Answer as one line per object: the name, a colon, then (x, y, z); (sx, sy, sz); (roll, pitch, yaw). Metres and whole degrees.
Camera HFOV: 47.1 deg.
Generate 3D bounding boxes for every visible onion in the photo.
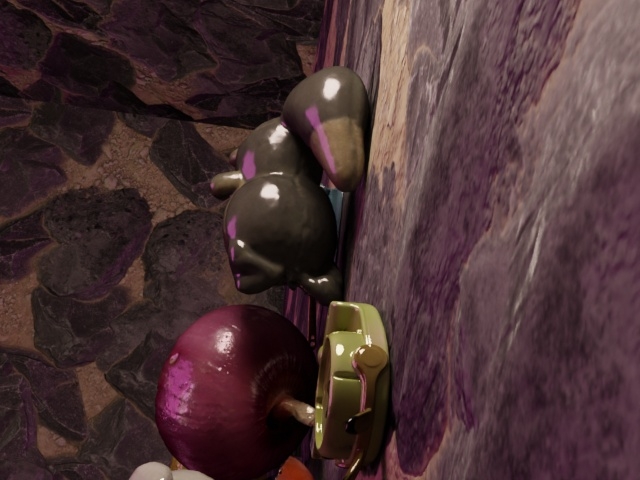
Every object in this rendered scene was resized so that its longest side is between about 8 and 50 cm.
onion: (-0.142, 0.322, 1.458); (0.345, 0.358, 0.358); (42, 141, 29)

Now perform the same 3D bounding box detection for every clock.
clock: (0.035, 0.185, 0.859); (0.232, 0.069, 0.170); (-97, 15, -70)

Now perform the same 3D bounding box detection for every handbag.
handbag: (0.000, 0.000, 1.573); (0.179, 0.062, 0.229); (117, 159, -77)

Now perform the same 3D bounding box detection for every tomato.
tomato: (-0.057, 0.496, 1.284); (0.225, 0.085, 0.225); (14, -90, -79)

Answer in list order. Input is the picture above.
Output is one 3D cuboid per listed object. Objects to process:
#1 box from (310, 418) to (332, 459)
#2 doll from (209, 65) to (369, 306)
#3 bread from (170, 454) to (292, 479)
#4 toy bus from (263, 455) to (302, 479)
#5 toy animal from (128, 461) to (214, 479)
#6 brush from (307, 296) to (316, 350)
box: (0.023, 0.223, 1.059); (0.041, 0.050, 0.207); (-105, 22, -69)
doll: (-0.057, -0.088, 1.302); (0.378, 0.252, 0.382); (116, 149, -55)
bread: (-0.223, 0.602, 1.835); (0.348, 0.308, 0.348); (-171, 90, -86)
toy bus: (-0.082, 0.591, 1.547); (0.106, 0.092, 0.268); (90, -178, -46)
toy animal: (-0.125, 0.425, 1.021); (0.196, 0.367, 0.241); (-51, -56, -36)
brush: (-0.018, 0.143, 1.670); (0.082, 0.010, 0.218); (-1, -88, -56)
